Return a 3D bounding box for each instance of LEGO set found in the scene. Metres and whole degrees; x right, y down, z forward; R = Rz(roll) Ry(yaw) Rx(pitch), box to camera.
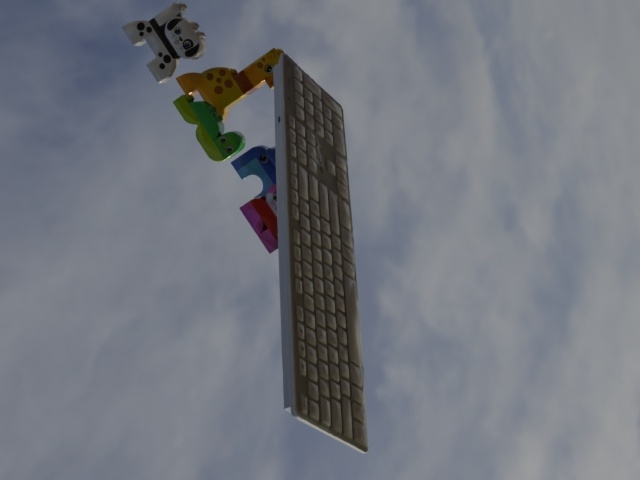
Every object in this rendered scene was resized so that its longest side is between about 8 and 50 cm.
[{"bbox_3d":[-0.060,-0.114,0.945,0.227,0.093,0.087,56,-167,-2],"label":"LEGO set"}]

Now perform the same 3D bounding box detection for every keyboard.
[{"bbox_3d":[0.000,0.000,0.665,0.072,0.014,0.256,31,-136,-41],"label":"keyboard"}]
